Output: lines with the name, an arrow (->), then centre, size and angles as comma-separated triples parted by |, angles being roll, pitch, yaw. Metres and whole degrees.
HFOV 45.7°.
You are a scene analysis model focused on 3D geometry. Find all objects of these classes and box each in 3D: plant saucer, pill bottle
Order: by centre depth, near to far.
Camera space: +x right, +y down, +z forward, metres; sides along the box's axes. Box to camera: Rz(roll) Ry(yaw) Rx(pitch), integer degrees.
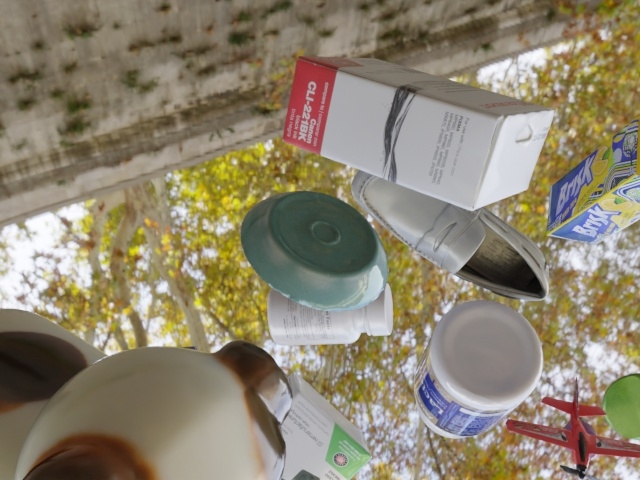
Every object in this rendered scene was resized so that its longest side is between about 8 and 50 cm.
plant saucer -> 0.000, 0.000, 0.572 | 0.119, 0.021, 0.119 | 15, -138, -14
pill bottle -> 0.219, 0.202, 1.119 | 0.153, 0.265, 0.153 | 0, -117, -1
pill bottle -> 0.022, 0.138, 1.494 | 0.229, 0.131, 0.131 | -4, -132, 14

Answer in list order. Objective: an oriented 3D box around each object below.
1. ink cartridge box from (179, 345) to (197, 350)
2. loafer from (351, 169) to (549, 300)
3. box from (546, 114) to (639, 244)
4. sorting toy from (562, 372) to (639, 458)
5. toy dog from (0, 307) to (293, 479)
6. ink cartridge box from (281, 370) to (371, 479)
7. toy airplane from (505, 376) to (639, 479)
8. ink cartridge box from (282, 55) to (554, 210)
ink cartridge box -> -0.243, 0.324, 1.133 | 0.151, 0.270, 0.395 | -6, -172, -8
loafer -> 0.188, -0.012, 1.050 | 0.319, 0.112, 0.111 | 25, -159, -16
box -> 0.271, -0.049, 0.704 | 0.054, 0.169, 0.059 | 12, -109, -5
sorting toy -> 0.594, 0.265, 1.384 | 0.127, 0.365, 0.126 | 49, -159, -3
toy dog -> -0.198, 0.187, 0.661 | 0.408, 0.396, 0.284 | -5, -173, 41
ink cartridge box -> -0.075, 0.444, 1.511 | 0.211, 0.121, 0.289 | 43, -87, -12
toy airplane -> 0.263, 0.195, 0.785 | 0.151, 0.028, 0.151 | 3, -153, -1
ink cartridge box -> 0.123, -0.144, 0.950 | 0.272, 0.114, 0.197 | 23, -158, 28
